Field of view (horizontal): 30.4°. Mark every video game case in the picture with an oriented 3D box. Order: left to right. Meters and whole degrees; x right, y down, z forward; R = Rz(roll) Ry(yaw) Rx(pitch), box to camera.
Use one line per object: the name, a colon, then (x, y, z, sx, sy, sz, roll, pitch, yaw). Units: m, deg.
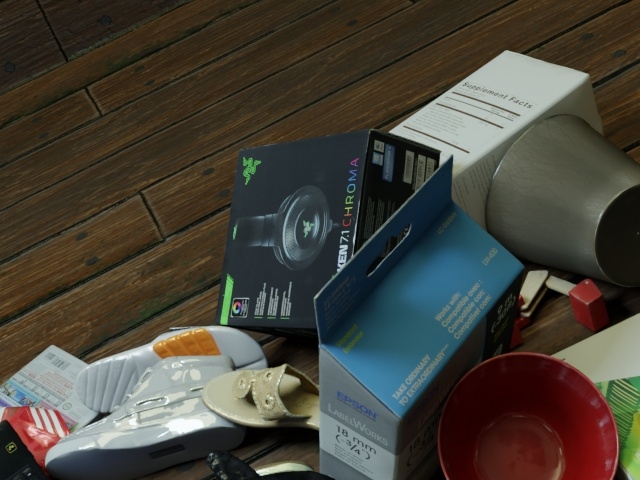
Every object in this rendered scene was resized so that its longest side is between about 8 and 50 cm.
video game case: (-0.397, 0.242, 1.665, 0.193, 0.023, 0.212, -41, 37, -27)

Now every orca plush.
orca plush: (-0.112, 0.275, 1.242, 0.287, 0.151, 0.102, -12, 75, -2)

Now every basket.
basket: (0.329, -0.036, 1.448, 0.204, 0.154, 0.227, -61, 25, 6)

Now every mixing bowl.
mixing bowl: (0.210, 0.216, 1.219, 0.181, 0.098, 0.181, -2, 68, 4)

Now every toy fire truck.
toy fire truck: (0.255, 0.074, 1.479, 0.135, 0.047, 0.192, -29, 32, -10)

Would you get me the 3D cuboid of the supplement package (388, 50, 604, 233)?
supplement package: (0.229, -0.103, 1.631, 0.293, 0.177, 0.175, -35, 35, -19)

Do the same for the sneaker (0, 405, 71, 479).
sneaker: (-0.371, 0.303, 1.497, 0.128, 0.087, 0.221, -3, 56, 0)

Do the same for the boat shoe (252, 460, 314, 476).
boat shoe: (-0.088, 0.313, 1.338, 0.190, 0.068, 0.072, -26, 43, 14)

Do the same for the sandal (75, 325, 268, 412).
sandal: (-0.198, 0.163, 1.581, 0.265, 0.102, 0.076, -11, 15, 11)

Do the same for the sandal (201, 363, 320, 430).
sandal: (-0.030, 0.179, 1.401, 0.240, 0.079, 0.088, 15, 45, 17)

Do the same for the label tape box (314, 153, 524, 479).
label tape box: (0.106, 0.114, 1.236, 0.106, 0.334, 0.240, 29, 56, 24)

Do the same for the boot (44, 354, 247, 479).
boot: (-0.222, 0.223, 1.500, 0.258, 0.095, 0.123, -12, 50, 2)

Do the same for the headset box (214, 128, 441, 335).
headset box: (0.000, 0.000, 1.515, 0.283, 0.131, 0.246, -2, 77, 50)

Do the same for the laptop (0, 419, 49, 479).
laptop: (-0.386, 0.375, 1.354, 0.234, 0.264, 0.136, -35, -3, -19)

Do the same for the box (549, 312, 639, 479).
box: (0.429, 0.140, 1.261, 0.322, 0.058, 0.232, -26, 32, -2)
